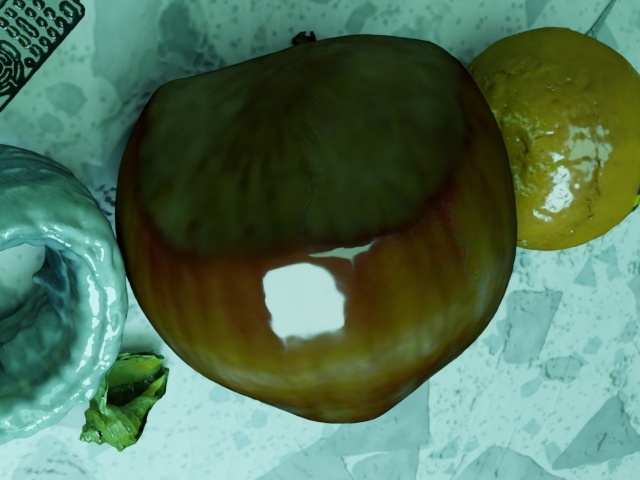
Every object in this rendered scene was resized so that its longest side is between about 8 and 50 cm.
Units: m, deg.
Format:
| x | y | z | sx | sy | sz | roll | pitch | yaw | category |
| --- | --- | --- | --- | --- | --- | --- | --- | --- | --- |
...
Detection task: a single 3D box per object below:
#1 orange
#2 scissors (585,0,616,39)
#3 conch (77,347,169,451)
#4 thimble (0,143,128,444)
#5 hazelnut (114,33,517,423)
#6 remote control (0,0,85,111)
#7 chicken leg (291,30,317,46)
| x | y | z | sx | sy | sz | roll | pitch | yaw | category |
| --- | --- | --- | --- | --- | --- | --- | --- | --- | --- |
| 0.224 | -0.100 | 1.154 | 0.219 | 0.193 | 0.219 | 10 | 125 | 15 | orange |
| 0.296 | -0.227 | 1.255 | 0.036 | 0.006 | 0.083 | 29 | 96 | -30 | scissors |
| -0.192 | 0.152 | 1.132 | 0.121 | 0.074 | 0.089 | -42 | 148 | -31 | conch |
| -0.273 | 0.053 | 0.986 | 0.204 | 0.172 | 0.250 | 19 | 105 | -37 | thimble |
| -0.002 | -0.006 | 1.026 | 0.365 | 0.366 | 0.366 | -9 | 114 | -22 | hazelnut |
| -0.300 | -0.128 | 0.999 | 0.245 | 0.025 | 0.063 | -48 | 121 | 0 | remote control |
| -0.011 | -0.163 | 1.126 | 0.036 | 0.021 | 0.083 | -20 | 122 | -28 | chicken leg |
